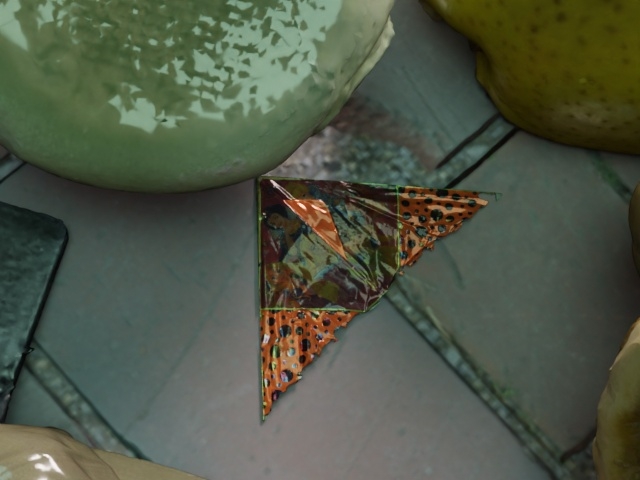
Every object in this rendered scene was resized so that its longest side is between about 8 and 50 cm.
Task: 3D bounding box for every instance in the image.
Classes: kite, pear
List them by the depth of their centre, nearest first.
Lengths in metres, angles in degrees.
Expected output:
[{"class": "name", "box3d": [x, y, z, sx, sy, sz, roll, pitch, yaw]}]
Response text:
[{"class": "pear", "box3d": [0.252, -0.236, 0.864, 0.386, 0.191, 0.340, -35, 84, -3]}, {"class": "kite", "box3d": [0.000, 0.000, 0.899, 0.222, 0.008, 0.125, -43, 78, -14]}]

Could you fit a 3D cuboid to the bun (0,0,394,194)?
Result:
[{"class": "bun", "box3d": [-0.102, -0.173, 0.856, 0.293, 0.187, 0.293, 0, 98, -2]}]

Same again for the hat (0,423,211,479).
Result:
[{"class": "hat", "box3d": [-0.120, 0.189, 0.779, 0.173, 0.144, 0.166, 1, 74, 20]}]

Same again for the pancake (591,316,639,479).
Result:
[{"class": "pancake", "box3d": [0.330, 0.129, 0.753, 0.356, 0.356, 0.065, 4, 33, -2]}]

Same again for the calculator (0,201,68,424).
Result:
[{"class": "calculator", "box3d": [-0.301, 0.024, 0.859, 0.262, 0.021, 0.161, 17, 68, 1]}]

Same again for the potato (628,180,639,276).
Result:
[{"class": "potato", "box3d": [0.325, 0.021, 0.814, 0.296, 0.191, 0.141, 20, 76, 4]}]
